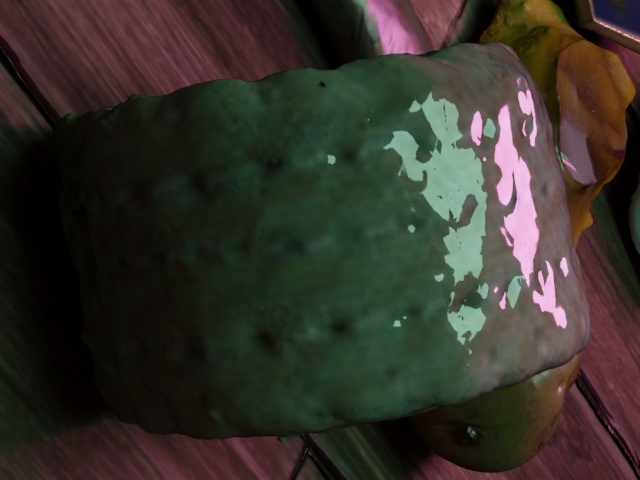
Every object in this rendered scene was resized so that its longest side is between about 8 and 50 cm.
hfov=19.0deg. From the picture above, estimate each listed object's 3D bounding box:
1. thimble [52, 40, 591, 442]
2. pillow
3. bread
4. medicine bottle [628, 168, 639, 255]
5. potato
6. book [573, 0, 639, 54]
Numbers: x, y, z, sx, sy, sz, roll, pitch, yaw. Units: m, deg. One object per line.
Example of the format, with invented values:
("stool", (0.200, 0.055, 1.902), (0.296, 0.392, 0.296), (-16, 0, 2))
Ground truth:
("thimble", (0.000, 0.000, 1.093), (0.291, 0.291, 0.195), (-12, 92, -55))
("pillow", (0.053, -0.133, 1.382), (0.241, 0.051, 0.093), (59, 40, -22))
("bread", (0.178, -0.087, 1.516), (0.161, 0.088, 0.233), (46, 48, -41))
("medicine bottle", (0.396, -0.085, 1.755), (0.318, 0.158, 0.158), (-49, 120, -49))
("potato", (0.107, 0.061, 1.338), (0.154, 0.137, 0.200), (-89, 158, -74))
("book", (0.278, -0.283, 1.667), (0.228, 0.018, 0.322), (19, 52, -37))
